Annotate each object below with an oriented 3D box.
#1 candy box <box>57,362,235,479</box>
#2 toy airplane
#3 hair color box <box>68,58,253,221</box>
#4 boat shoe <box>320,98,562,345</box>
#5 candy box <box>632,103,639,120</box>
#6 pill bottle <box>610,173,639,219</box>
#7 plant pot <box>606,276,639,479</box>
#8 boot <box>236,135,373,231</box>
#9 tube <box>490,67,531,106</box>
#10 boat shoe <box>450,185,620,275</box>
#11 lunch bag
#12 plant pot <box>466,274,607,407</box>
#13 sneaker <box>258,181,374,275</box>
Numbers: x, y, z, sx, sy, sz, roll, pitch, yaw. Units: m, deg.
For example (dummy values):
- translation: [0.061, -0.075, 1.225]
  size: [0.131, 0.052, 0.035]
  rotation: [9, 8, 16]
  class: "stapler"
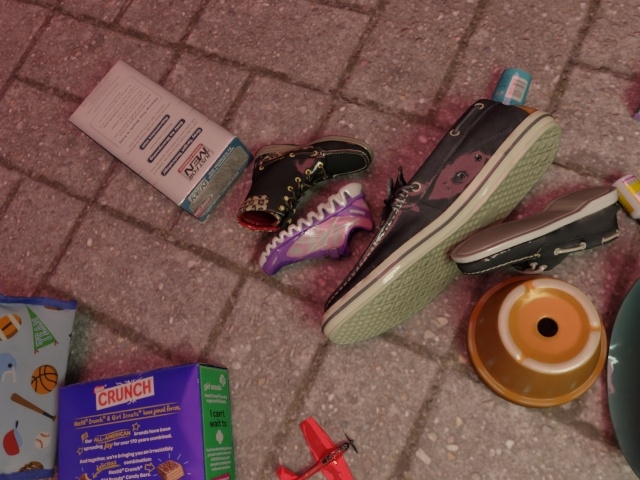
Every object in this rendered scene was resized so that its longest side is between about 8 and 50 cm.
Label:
- translation: [-0.287, 0.383, 0.927]
  size: [0.268, 0.122, 0.317]
  rotation: [-12, 71, 12]
  class: "candy box"
- translation: [-0.008, 0.369, 0.910]
  size: [0.151, 0.028, 0.151]
  rotation: [-5, 70, 14]
  class: "toy airplane"
- translation: [-0.326, -0.207, 1.133]
  size: [0.347, 0.105, 0.174]
  rotation: [36, 84, 22]
  class: "hair color box"
- translation: [0.173, -0.034, 0.914]
  size: [0.500, 0.187, 0.156]
  rotation: [-48, 58, -1]
  class: "boat shoe"
- translation: [0.651, -0.260, 0.921]
  size: [0.165, 0.070, 0.196]
  rotation: [33, 82, 21]
  class: "candy box"
- translation: [0.514, -0.065, 0.908]
  size: [0.043, 0.043, 0.083]
  rotation: [-29, 68, 4]
  class: "pill bottle"
- translation: [0.549, 0.183, 0.700]
  size: [0.235, 0.293, 0.293]
  rotation: [7, 74, 2]
  class: "plant pot"
- translation: [-0.030, -0.098, 1.005]
  size: [0.236, 0.085, 0.178]
  rotation: [-1, 49, 21]
  class: "boot"
- translation: [0.319, -0.205, 1.003]
  size: [0.080, 0.052, 0.207]
  rotation: [21, 86, 25]
  class: "tube"
- translation: [0.342, 0.003, 0.854]
  size: [0.303, 0.114, 0.091]
  rotation: [-20, 102, -13]
  class: "boat shoe"
- translation: [-0.673, 0.260, 1.012]
  size: [0.385, 0.239, 0.327]
  rotation: [-6, 71, 29]
  class: "lunch bag"
- translation: [0.318, 0.137, 0.815]
  size: [0.205, 0.188, 0.205]
  rotation: [-4, 72, 13]
  class: "plant pot"
- translation: [0.000, 0.000, 0.999]
  size: [0.236, 0.095, 0.104]
  rotation: [-36, 86, 5]
  class: "sneaker"
